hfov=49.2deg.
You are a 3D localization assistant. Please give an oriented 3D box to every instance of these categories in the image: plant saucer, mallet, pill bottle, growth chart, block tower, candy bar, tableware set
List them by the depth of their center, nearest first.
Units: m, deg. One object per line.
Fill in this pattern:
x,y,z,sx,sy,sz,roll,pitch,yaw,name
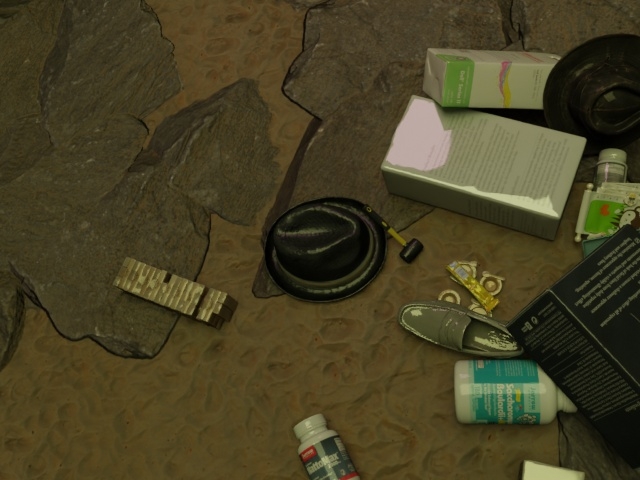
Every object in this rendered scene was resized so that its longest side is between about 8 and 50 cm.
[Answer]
0.439,0.343,1.586,0.264,0.146,0.146,-3,69,12,pill bottle
0.008,0.508,1.644,0.108,0.108,0.180,-30,66,1,pill bottle
0.739,-0.067,1.691,0.237,0.021,0.171,-2,108,4,growth chart
0.734,0.008,1.697,0.192,0.067,0.018,-12,23,9,plant saucer
0.375,0.109,1.737,0.040,0.018,0.161,-39,65,-8,candy bar
0.723,-0.155,1.746,0.078,0.078,0.137,9,72,16,pill bottle
0.376,0.132,1.749,0.141,0.020,0.168,21,76,19,tableware set
0.176,-0.017,1.803,0.190,0.039,0.062,36,81,-5,mallet
-0.398,0.141,1.883,0.336,0.097,0.090,17,74,19,block tower

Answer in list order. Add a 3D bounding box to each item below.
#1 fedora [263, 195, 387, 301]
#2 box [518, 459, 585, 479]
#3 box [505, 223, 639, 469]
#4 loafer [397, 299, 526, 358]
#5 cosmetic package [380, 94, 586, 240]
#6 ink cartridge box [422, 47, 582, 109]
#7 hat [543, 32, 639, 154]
0.000,0.000,1.813,0.334,0.152,0.333,-4,69,12,fedora
0.477,0.597,1.481,0.127,0.148,0.232,8,72,15,box
0.657,0.218,1.474,0.294,0.212,0.395,-31,71,-26,box
0.336,0.210,1.670,0.320,0.111,0.112,10,91,17,loafer
0.410,-0.187,1.784,0.453,0.161,0.230,19,75,19,cosmetic package
0.462,-0.416,1.798,0.354,0.119,0.207,0,24,-7,ink cartridge box
0.719,-0.341,1.688,0.331,0.331,0.134,-27,23,2,hat
